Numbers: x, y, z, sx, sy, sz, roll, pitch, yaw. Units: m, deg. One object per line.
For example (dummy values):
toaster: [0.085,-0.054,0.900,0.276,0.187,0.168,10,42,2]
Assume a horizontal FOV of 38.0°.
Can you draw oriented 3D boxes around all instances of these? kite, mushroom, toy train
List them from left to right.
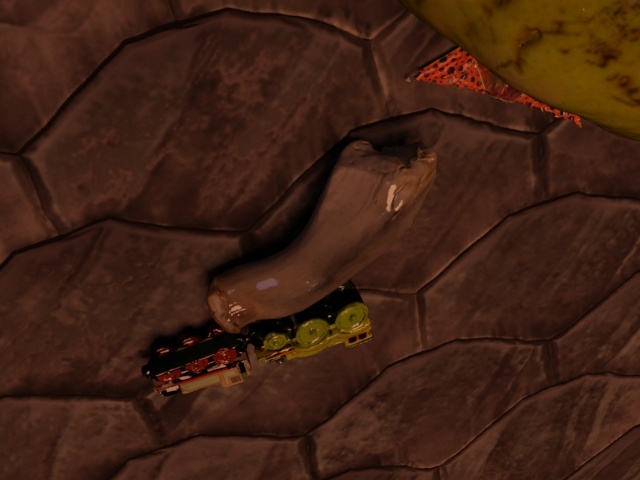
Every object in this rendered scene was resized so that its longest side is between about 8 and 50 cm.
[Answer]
toy train: [-0.067,0.111,0.997,0.250,0.053,0.085,-18,137,-8]
mushroom: [0.002,0.001,0.913,0.278,0.099,0.096,-42,124,17]
kite: [0.200,-0.184,0.899,0.222,0.008,0.125,10,122,-28]

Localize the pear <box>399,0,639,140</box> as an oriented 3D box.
pear: [0.217,-0.266,0.619,0.391,0.391,0.391,-11,130,-14]
